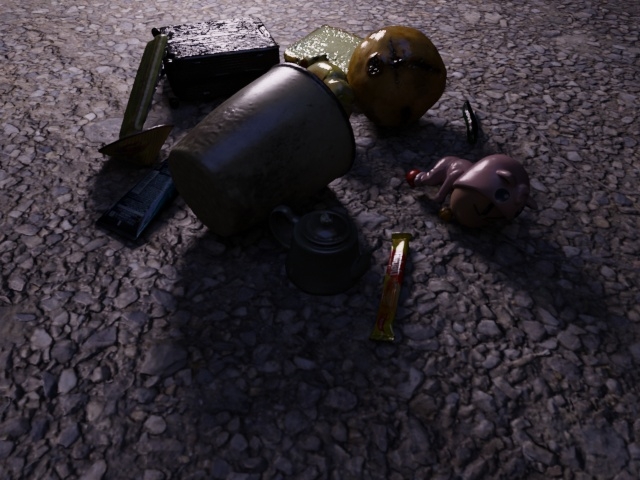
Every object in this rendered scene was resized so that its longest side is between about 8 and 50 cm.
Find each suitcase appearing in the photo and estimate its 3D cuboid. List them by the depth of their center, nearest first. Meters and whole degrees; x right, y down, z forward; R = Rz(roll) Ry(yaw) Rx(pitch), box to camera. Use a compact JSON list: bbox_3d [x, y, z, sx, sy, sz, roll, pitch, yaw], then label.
[{"bbox_3d":[-0.300,-0.527,1.678,0.335,0.152,0.229,-13,47,-17],"label":"suitcase"}]

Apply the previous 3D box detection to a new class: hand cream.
[{"bbox_3d":[-0.383,-0.110,1.322,0.120,0.061,0.270,22,53,21],"label":"hand cream"}]

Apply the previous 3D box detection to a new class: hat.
[{"bbox_3d":[-0.436,-0.217,1.412,0.193,0.082,0.193,-21,10,4],"label":"hat"}]

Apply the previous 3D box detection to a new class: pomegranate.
[{"bbox_3d":[0.196,-0.430,1.519,0.261,0.260,0.260,1,45,-1],"label":"pomegranate"}]

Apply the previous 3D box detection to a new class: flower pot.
[{"bbox_3d":[-0.137,-0.180,1.253,0.294,0.293,0.330,35,61,29],"label":"flower pot"}]

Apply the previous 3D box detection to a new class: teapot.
[{"bbox_3d":[0.000,0.000,1.156,0.239,0.148,0.162,24,50,20],"label":"teapot"}]

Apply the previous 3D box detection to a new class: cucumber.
[{"bbox_3d":[0.413,-0.324,1.578,0.036,0.033,0.184,22,43,-16],"label":"cucumber"}]

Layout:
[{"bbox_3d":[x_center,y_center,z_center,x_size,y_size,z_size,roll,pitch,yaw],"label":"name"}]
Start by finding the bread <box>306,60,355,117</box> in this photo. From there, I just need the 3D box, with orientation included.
[{"bbox_3d":[0.008,-0.363,1.511,0.105,0.213,0.213,14,30,-45],"label":"bread"}]

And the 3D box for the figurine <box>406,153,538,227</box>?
[{"bbox_3d":[0.342,-0.114,1.307,0.287,0.176,0.186,30,92,45],"label":"figurine"}]

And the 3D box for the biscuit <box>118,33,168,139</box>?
[{"bbox_3d":[-0.464,-0.408,1.511,0.099,0.038,0.322,-9,64,41],"label":"biscuit"}]

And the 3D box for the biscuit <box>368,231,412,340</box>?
[{"bbox_3d":[0.146,0.087,1.160,0.048,0.026,0.291,-4,41,22],"label":"biscuit"}]

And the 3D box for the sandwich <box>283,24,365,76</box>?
[{"bbox_3d":[0.047,-0.539,1.736,0.273,0.095,0.249,29,51,26],"label":"sandwich"}]
